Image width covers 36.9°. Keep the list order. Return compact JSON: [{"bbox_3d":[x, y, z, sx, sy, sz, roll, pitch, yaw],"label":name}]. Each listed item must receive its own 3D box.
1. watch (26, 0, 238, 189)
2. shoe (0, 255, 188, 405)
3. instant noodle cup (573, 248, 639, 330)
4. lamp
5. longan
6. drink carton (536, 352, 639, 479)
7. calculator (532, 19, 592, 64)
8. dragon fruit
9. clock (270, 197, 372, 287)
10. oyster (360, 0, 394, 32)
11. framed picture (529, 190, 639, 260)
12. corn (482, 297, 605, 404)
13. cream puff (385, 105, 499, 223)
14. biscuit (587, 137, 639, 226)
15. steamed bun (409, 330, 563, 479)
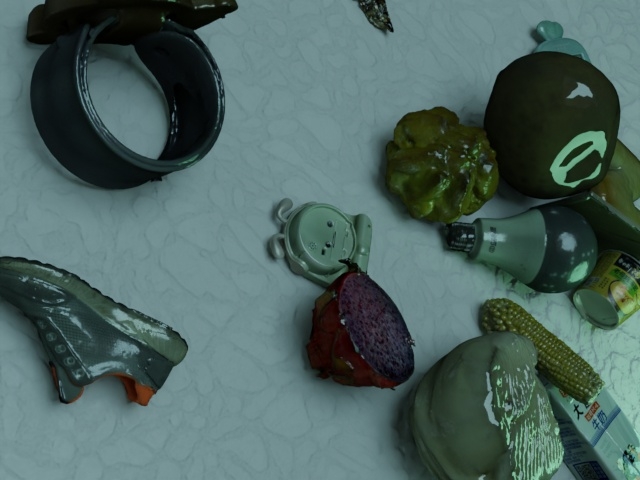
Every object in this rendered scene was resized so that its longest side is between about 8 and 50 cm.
[{"bbox_3d":[-0.291,-0.259,1.581,0.335,0.314,0.327,-10,91,-44],"label":"watch"},{"bbox_3d":[-0.377,0.157,1.455,0.336,0.132,0.171,31,69,-22],"label":"shoe"},{"bbox_3d":[0.623,0.112,2.061,0.122,0.151,0.151,-38,94,-23],"label":"instant noodle cup"},{"bbox_3d":[0.413,0.027,1.955,0.313,0.182,0.182,-8,77,-16],"label":"lamp"},{"bbox_3d":[0.474,-0.237,1.970,0.288,0.350,0.288,-2,57,3],"label":"longan"},{"bbox_3d":[0.547,0.389,1.929,0.130,0.106,0.315,-38,94,-36],"label":"drink carton"},{"bbox_3d":[0.581,-0.381,2.267,0.184,0.042,0.295,-15,83,-34],"label":"calculator"},{"bbox_3d":[0.048,0.177,1.694,0.224,0.148,0.218,47,31,-18],"label":"dragon fruit"},{"bbox_3d":[0.000,0.000,1.765,0.191,0.062,0.152,20,64,-23],"label":"clock"},{"bbox_3d":[0.120,-0.504,2.039,0.132,0.029,0.086,43,56,-9],"label":"oyster"},{"bbox_3d":[0.607,-0.009,2.048,0.281,0.209,0.019,33,70,-19],"label":"framed picture"},{"bbox_3d":[0.425,0.212,1.867,0.086,0.086,0.288,-23,49,-35],"label":"corn"},{"bbox_3d":[0.241,-0.150,1.904,0.244,0.196,0.244,0,60,0],"label":"cream puff"},{"bbox_3d":[0.673,-0.122,2.165,0.290,0.062,0.237,29,56,-45],"label":"biscuit"},{"bbox_3d":[0.285,0.320,1.739,0.324,0.219,0.310,-34,107,-59],"label":"steamed bun"}]
